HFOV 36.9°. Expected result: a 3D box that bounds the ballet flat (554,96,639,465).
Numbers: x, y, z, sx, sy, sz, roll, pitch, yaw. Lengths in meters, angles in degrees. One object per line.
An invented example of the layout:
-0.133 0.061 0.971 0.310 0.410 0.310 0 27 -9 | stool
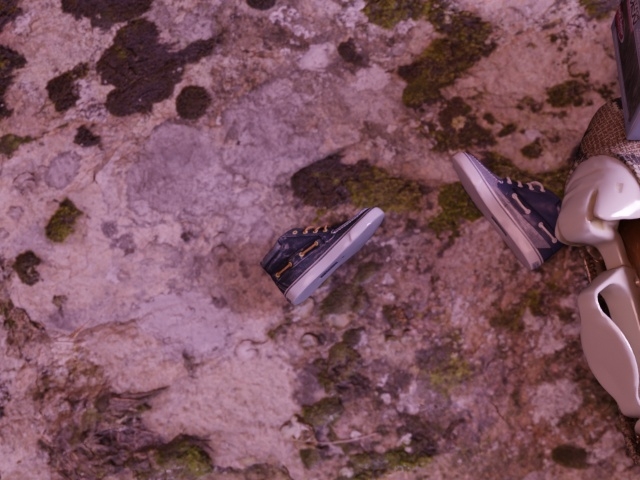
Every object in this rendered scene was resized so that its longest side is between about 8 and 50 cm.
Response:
0.381 0.045 1.181 0.182 0.164 0.483 -4 76 -31 | ballet flat

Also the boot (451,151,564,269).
0.264 -0.058 1.303 0.086 0.069 0.190 -35 81 -3 | boot

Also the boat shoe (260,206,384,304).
0.000 0.000 1.347 0.183 0.065 0.083 -43 74 3 | boat shoe

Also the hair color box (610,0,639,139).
0.564 -0.221 1.173 0.374 0.114 0.185 3 61 0 | hair color box
